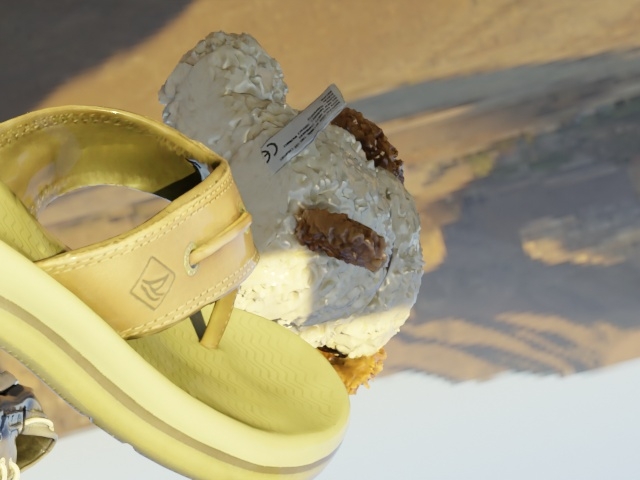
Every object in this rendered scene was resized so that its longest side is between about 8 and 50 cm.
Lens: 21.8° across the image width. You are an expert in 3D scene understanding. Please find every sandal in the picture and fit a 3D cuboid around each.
[{"bbox_3d":[-0.071,-0.003,0.528,0.086,0.120,0.303,-49,139,1],"label":"sandal"}]

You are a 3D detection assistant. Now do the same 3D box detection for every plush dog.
[{"bbox_3d":[0.000,0.000,1.192,0.210,0.262,0.225,9,175,31],"label":"plush dog"}]

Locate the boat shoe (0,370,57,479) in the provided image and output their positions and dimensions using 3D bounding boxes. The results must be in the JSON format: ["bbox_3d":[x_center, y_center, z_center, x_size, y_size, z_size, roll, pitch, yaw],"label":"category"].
[{"bbox_3d":[-0.206,0.134,1.046,0.075,0.065,0.206,-47,-176,6],"label":"boat shoe"}]
